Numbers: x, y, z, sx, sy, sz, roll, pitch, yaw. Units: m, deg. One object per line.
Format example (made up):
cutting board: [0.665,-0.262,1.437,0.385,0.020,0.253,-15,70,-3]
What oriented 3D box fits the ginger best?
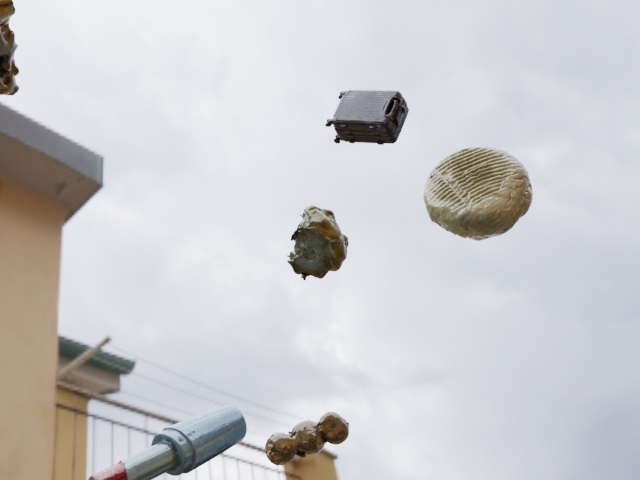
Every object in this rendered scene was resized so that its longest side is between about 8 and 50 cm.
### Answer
ginger: [-0.030,0.455,1.911,0.204,0.080,0.104,-20,-10,-6]

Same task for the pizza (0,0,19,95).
pizza: [-0.510,-0.257,1.253,0.184,0.036,0.176,-51,-23,-22]

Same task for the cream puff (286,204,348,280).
cream puff: [0.000,-0.001,1.728,0.121,0.156,0.156,15,-47,0]

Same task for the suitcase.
suitcase: [0.080,-0.205,1.370,0.126,0.086,0.059,7,-29,31]

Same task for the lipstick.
lipstick: [-0.206,0.289,1.118,0.274,0.068,0.061,-12,-51,-56]

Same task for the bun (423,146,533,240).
bun: [0.327,-0.086,1.687,0.221,0.220,0.134,-19,-43,5]
